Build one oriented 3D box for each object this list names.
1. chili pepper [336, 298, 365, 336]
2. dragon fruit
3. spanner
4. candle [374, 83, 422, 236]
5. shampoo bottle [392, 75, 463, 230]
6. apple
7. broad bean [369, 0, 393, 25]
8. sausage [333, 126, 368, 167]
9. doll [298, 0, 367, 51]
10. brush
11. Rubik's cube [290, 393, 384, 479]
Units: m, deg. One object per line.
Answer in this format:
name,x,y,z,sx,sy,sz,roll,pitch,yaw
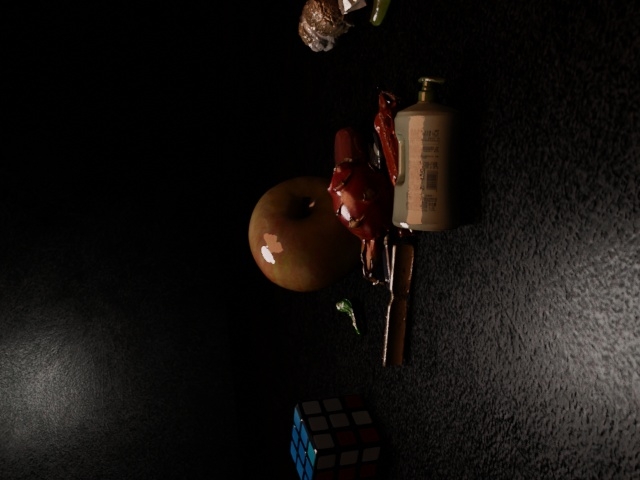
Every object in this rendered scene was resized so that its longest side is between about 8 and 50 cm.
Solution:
chili pepper,0.074,0.164,1.523,0.118,0.035,0.056,49,153,47
dragon fruit,0.088,-0.035,1.251,0.125,0.125,0.246,-12,-84,-63
spanner,0.123,-0.057,1.334,0.087,0.024,0.316,170,94,-74
candle,0.138,-0.149,1.201,0.084,0.059,0.302,-44,51,56
shampoo bottle,0.168,-0.137,1.051,0.118,0.087,0.234,12,106,49
apple,-0.026,-0.004,1.439,0.234,0.256,0.257,89,166,-49
broad bean,0.132,-0.508,1.165,0.060,0.043,0.298,62,151,32
sausage,0.064,-0.172,1.397,0.076,0.076,0.141,112,160,-54
doll,0.019,-0.482,1.421,0.221,0.105,0.115,164,102,-73
brush,0.144,0.122,1.268,0.036,0.043,0.248,-122,32,-69
Rubik's cube,0.032,0.463,1.502,0.162,0.163,0.161,-118,29,-55
